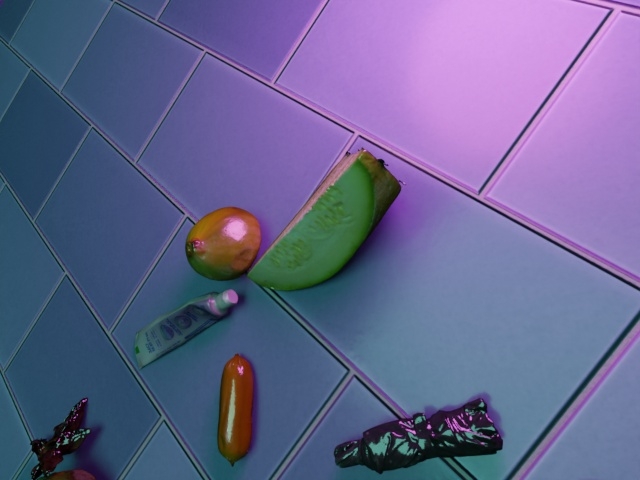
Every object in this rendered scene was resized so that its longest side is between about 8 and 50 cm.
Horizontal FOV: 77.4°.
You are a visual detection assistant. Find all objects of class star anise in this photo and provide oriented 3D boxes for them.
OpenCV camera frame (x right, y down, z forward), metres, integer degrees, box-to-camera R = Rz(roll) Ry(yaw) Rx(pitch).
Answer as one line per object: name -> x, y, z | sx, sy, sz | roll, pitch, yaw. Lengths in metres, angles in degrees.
star anise -> -0.549, 0.421, 0.848 | 0.157, 0.053, 0.212 | -45, 24, -21

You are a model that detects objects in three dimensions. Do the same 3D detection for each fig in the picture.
fig -> -0.177, 0.006, 0.740 | 0.136, 0.120, 0.153 | -23, 33, 24

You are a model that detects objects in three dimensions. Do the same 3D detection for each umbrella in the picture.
umbrella -> 0.124, 0.281, 0.551 | 0.236, 0.059, 0.066 | -25, 50, 18

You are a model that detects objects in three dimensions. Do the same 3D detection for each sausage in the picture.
sausage -> -0.146, 0.290, 0.690 | 0.062, 0.054, 0.183 | 2, 75, -1

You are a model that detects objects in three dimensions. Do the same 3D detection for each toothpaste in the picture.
toothpaste -> -0.277, 0.169, 0.791 | 0.301, 0.048, 0.075 | -29, 94, 25

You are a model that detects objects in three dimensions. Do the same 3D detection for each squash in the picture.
squash -> 0.000, 0.000, 0.637 | 0.111, 0.203, 0.288 | 39, 95, -10

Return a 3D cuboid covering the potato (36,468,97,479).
potato -> -0.528, 0.544, 0.793 | 0.251, 0.113, 0.149 | -30, 63, 10
